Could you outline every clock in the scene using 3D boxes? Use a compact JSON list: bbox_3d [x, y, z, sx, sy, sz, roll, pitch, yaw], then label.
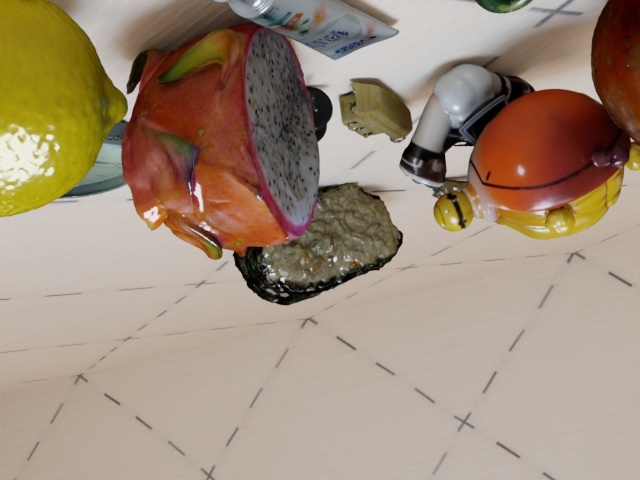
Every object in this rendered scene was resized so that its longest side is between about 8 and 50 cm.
[{"bbox_3d":[-0.367,-0.118,1.267,0.226,0.049,0.226,-10,165,-3],"label":"clock"}]

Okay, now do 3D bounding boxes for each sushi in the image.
[{"bbox_3d":[0.000,0.000,1.725,0.350,0.211,0.171,-9,163,-32],"label":"sushi"}]

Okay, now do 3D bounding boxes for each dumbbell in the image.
[{"bbox_3d":[-0.020,-0.181,1.255,0.069,0.069,0.147,-9,166,-10],"label":"dumbbell"}]

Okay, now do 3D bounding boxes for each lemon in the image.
[{"bbox_3d":[-0.326,-0.138,0.855,0.253,0.228,0.228,-19,168,-11],"label":"lemon"}]

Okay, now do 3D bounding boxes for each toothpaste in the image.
[{"bbox_3d":[-0.016,-0.258,0.980,0.100,0.066,0.323,-18,170,27],"label":"toothpaste"}]

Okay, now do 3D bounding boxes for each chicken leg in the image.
[{"bbox_3d":[0.346,-0.107,1.837,0.196,0.080,0.125,-3,177,-27],"label":"chicken leg"}]

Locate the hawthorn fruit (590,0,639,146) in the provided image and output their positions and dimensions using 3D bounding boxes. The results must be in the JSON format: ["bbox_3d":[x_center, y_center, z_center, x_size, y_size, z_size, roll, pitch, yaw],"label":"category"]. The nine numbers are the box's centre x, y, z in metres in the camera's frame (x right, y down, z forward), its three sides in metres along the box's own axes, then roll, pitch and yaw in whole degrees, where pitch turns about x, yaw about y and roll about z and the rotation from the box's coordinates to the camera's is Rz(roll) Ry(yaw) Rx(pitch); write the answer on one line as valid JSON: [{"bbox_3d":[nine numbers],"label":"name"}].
[{"bbox_3d":[0.479,-0.220,1.032,0.316,0.316,0.316,-11,166,-3],"label":"hawthorn fruit"}]

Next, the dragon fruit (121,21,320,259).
[{"bbox_3d":[-0.121,-0.110,1.037,0.189,0.291,0.290,-10,167,20],"label":"dragon fruit"}]

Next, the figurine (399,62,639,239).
[{"bbox_3d":[0.294,-0.127,1.216,0.320,0.323,0.196,-40,141,-18],"label":"figurine"}]

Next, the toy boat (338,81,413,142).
[{"bbox_3d":[0.084,-0.192,1.325,0.077,0.057,0.200,-12,168,24],"label":"toy boat"}]

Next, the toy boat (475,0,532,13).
[{"bbox_3d":[0.215,-0.315,0.950,0.104,0.052,0.210,-15,165,2],"label":"toy boat"}]
